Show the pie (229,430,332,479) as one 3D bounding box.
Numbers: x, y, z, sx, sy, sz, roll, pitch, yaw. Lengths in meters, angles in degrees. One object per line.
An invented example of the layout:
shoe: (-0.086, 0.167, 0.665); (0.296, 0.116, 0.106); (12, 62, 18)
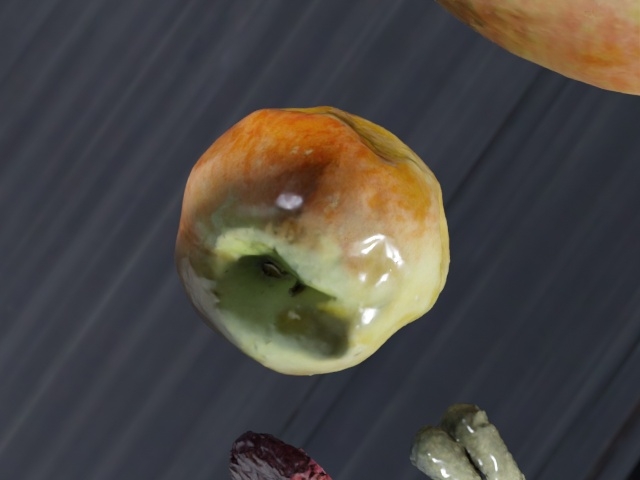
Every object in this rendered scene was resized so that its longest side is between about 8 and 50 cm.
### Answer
pie: (-0.029, 0.240, 1.607); (0.154, 0.036, 0.154); (34, -29, 22)

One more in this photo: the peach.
peach: (0.000, 0.000, 1.352); (0.214, 0.214, 0.235); (35, 23, 17)

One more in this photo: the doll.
doll: (0.169, 0.231, 1.140); (0.286, 0.091, 0.203); (27, 35, 9)

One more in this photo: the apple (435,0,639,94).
apple: (0.192, -0.273, 0.895); (0.391, 0.391, 0.346); (35, 10, 16)
